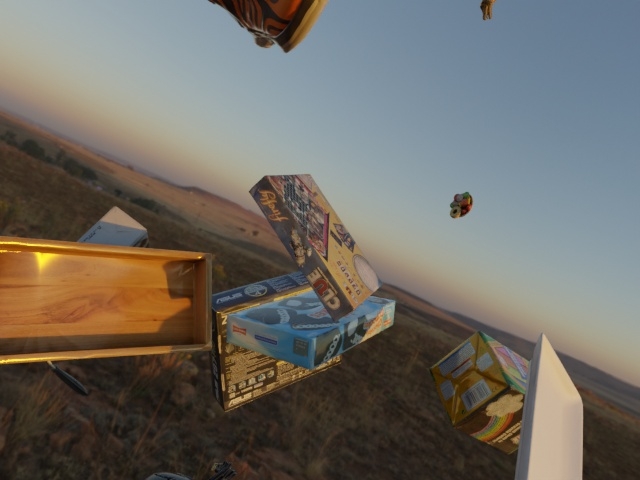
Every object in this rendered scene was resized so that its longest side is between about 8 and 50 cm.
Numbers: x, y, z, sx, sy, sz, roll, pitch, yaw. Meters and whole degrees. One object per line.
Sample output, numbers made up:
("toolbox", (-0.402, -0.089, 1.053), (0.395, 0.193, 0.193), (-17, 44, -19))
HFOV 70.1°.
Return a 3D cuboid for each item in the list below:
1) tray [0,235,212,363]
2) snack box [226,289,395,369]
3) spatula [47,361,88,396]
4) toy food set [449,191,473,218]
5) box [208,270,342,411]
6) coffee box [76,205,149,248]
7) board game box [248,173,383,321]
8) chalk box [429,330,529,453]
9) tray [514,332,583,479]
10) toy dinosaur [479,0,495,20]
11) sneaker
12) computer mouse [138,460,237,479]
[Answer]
("tray", (-0.404, 0.113, 0.847), (0.411, 0.202, 0.076), (7, -15, -40))
("snack box", (-0.004, 0.156, 0.897), (0.187, 0.060, 0.322), (8, 8, 32))
("spatula", (-0.620, 0.270, 1.049), (0.084, 0.030, 0.296), (10, -48, 33))
("toy food set", (0.437, -0.111, 1.417), (0.020, 0.082, 0.083), (19, -25, -31))
("box", (-0.113, 0.262, 1.279), (0.395, 0.318, 0.097), (-14, 29, -31))
("coffee box", (-0.497, 0.042, 1.108), (0.098, 0.141, 0.246), (37, -26, -1))
("board game box", (0.000, 0.000, 0.757), (0.243, 0.042, 0.165), (57, 24, 6))
("chalk box", (0.453, 0.391, 1.141), (0.289, 0.180, 0.179), (33, 24, -27))
("tray", (0.288, 0.260, 0.575), (0.030, 0.270, 0.145), (-23, -70, 40))
("toy dinosaur", (0.305, -0.432, 0.700), (0.093, 0.183, 0.053), (21, -3, 28))
("sneaker", (-0.098, -0.341, 0.586), (0.180, 0.124, 0.321), (28, 1, -28))
("computer mouse", (-0.323, 0.550, 1.056), (0.262, 0.060, 0.184), (-22, -8, 35))
